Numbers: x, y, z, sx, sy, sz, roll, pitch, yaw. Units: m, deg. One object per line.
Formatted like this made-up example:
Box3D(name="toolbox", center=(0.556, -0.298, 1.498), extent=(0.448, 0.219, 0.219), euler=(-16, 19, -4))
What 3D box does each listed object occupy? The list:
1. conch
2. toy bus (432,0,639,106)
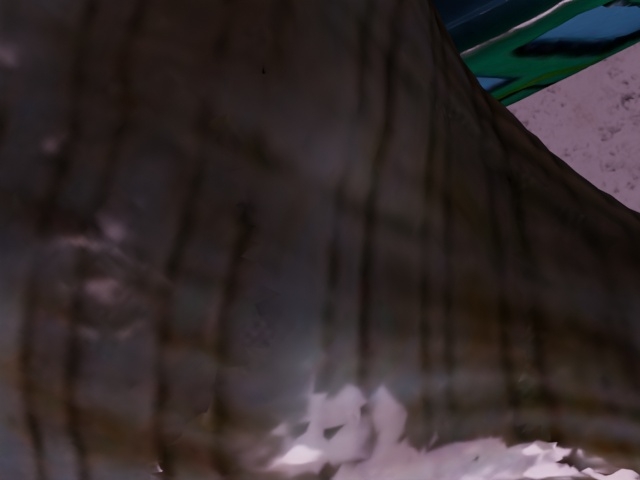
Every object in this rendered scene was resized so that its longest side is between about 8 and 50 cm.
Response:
Box3D(name="conch", center=(-0.010, 0.009, 0.413), extent=(0.169, 0.386, 0.203), euler=(-49, -179, 15))
Box3D(name="toy bus", center=(-0.018, -0.105, 0.579), extent=(0.343, 0.183, 0.199), euler=(-26, -178, 32))
